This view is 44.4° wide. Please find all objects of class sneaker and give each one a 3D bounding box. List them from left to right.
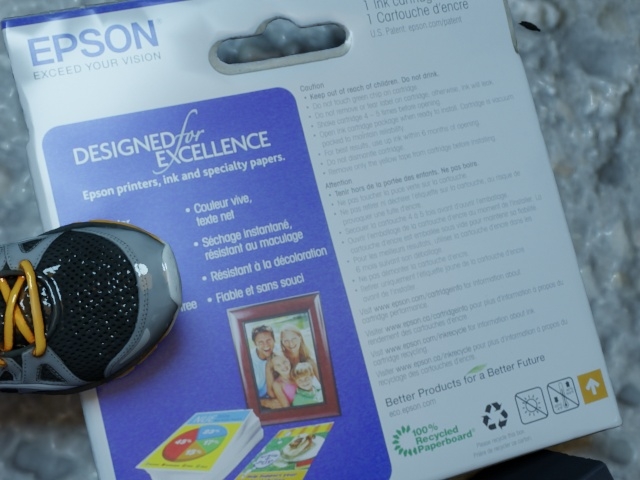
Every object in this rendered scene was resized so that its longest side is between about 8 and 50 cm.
[{"bbox_3d":[-0.169,0.040,0.371,0.215,0.083,0.084,-13,83,12],"label":"sneaker"}]

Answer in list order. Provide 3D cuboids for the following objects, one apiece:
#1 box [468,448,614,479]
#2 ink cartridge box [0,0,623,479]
[{"bbox_3d":[0.126,0.279,0.439,0.184,0.103,0.261,-28,89,-19],"label":"box"},{"bbox_3d":[0.000,0.000,0.470,0.304,0.072,0.307,-13,83,-14],"label":"ink cartridge box"}]
